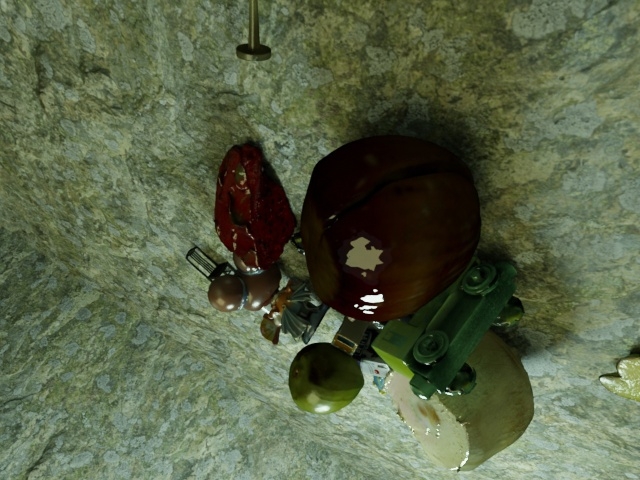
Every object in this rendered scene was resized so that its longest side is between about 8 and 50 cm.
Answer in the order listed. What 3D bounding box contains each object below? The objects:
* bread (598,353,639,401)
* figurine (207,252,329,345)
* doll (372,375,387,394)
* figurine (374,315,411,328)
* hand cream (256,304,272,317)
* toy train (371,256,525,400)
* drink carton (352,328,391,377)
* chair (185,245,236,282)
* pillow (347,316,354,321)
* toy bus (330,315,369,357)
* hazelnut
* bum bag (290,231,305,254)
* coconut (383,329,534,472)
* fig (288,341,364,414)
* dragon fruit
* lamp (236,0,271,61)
[{"bbox_3d":[0.811,0.343,1.233,0.149,0.065,0.188,53,146,-9],"label":"bread"},{"bbox_3d":[-0.168,0.197,1.684,0.388,0.276,0.248,33,170,5],"label":"figurine"},{"bbox_3d":[0.258,0.510,1.853,0.099,0.135,0.241,-1,143,-1],"label":"doll"},{"bbox_3d":[0.219,0.173,1.409,0.265,0.197,0.175,28,-178,2],"label":"figurine"},{"bbox_3d":[-0.216,0.278,1.965,0.140,0.089,0.314,2,143,41],"label":"hand cream"},{"bbox_3d":[0.313,0.198,1.195,0.160,0.397,0.253,47,164,-23],"label":"toy train"},{"bbox_3d":[0.184,0.403,1.741,0.222,0.134,0.101,3,134,36],"label":"drink carton"},{"bbox_3d":[-0.427,0.106,1.912,0.101,0.084,0.212,-12,126,50],"label":"chair"},{"bbox_3d":[0.089,0.129,1.437,0.034,0.211,0.135,1,145,-12],"label":"pillow"},{"bbox_3d":[0.113,0.284,1.617,0.091,0.182,0.103,28,137,8],"label":"toy bus"},{"bbox_3d":[0.134,-0.031,1.058,0.402,0.402,0.429,18,141,21],"label":"hazelnut"},{"bbox_3d":[0.000,0.000,1.450,0.107,0.060,0.233,44,145,-26],"label":"bum bag"},{"bbox_3d":[0.429,0.429,1.409,0.405,0.404,0.404,21,144,16],"label":"coconut"},{"bbox_3d":[0.030,0.471,1.632,0.271,0.239,0.239,19,152,-24],"label":"fig"},{"bbox_3d":[-0.254,-0.101,1.385,0.286,0.228,0.329,17,145,25],"label":"dragon fruit"},{"bbox_3d":[-0.131,-0.460,0.922,0.121,0.121,0.214,21,131,17],"label":"lamp"}]
